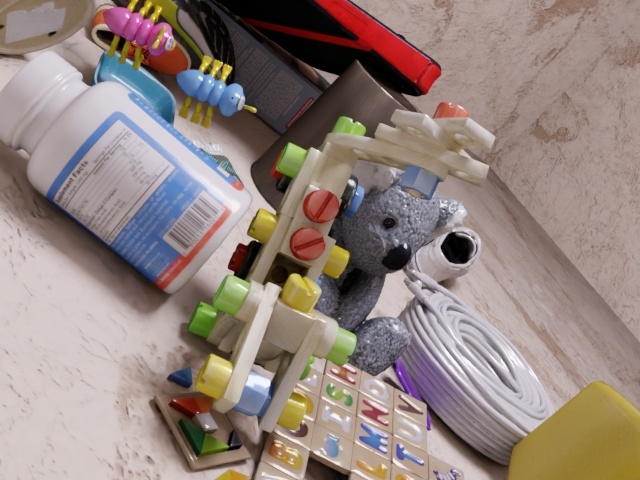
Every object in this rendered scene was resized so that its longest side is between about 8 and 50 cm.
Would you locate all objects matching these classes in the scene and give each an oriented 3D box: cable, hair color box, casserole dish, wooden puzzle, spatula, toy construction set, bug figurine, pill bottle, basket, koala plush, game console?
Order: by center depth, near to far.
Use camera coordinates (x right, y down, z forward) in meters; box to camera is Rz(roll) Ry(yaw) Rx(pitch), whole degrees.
[{"bbox_3d":[-0.089,0.145,0.599,0.116,0.014,0.078,50,19,21],"label":"wooden puzzle"},{"bbox_3d":[0.000,0.000,0.679,0.151,0.328,0.215,40,-9,-9],"label":"toy construction set"},{"bbox_3d":[-0.182,-0.064,0.697,0.221,0.124,0.124,41,18,-9],"label":"pill bottle"},{"bbox_3d":[0.070,0.192,0.797,0.084,0.030,0.296,62,24,2],"label":"spatula"},{"bbox_3d":[0.047,-0.001,0.882,0.196,0.221,0.203,32,21,-29],"label":"koala plush"},{"bbox_3d":[-0.149,-0.293,0.958,0.216,0.279,0.072,19,2,-9],"label":"bug figurine"},{"bbox_3d":[-0.240,-0.178,0.973,0.114,0.037,0.188,35,20,-25],"label":"casserole dish"},{"bbox_3d":[0.203,0.179,1.027,0.257,0.089,0.257,32,22,-34],"label":"cable"},{"bbox_3d":[0.027,-0.147,1.164,0.154,0.227,0.204,42,17,-5],"label":"basket"},{"bbox_3d":[-0.019,-0.353,1.235,0.342,0.060,0.386,28,1,-39],"label":"game console"},{"bbox_3d":[-0.144,-0.348,1.441,0.374,0.113,0.185,38,19,-18],"label":"hair color box"}]

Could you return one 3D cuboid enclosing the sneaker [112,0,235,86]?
[{"bbox_3d":[-0.237,-0.337,1.225,0.300,0.121,0.111,53,31,-41],"label":"sneaker"}]

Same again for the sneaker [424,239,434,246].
[{"bbox_3d":[0.217,-0.011,1.526,0.075,0.063,0.170,36,23,-40],"label":"sneaker"}]

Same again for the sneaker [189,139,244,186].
[{"bbox_3d":[-0.139,-0.076,0.924,0.076,0.065,0.166,49,20,5],"label":"sneaker"}]

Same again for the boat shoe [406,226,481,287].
[{"bbox_3d":[0.250,0.021,1.400,0.095,0.084,0.258,59,34,2],"label":"boat shoe"}]

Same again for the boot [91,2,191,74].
[{"bbox_3d":[-0.265,-0.282,1.134,0.158,0.059,0.084,26,26,-22],"label":"boot"}]

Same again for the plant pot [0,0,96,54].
[{"bbox_3d":[-0.363,-0.352,0.835,0.274,0.256,0.256,63,20,4],"label":"plant pot"}]

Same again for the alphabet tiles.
[{"bbox_3d":[0.046,0.192,0.692,0.198,0.009,0.237,28,24,-6],"label":"alphabet tiles"}]

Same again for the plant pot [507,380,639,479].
[{"bbox_3d":[0.330,0.286,0.844,0.212,0.212,0.187,37,20,-19],"label":"plant pot"}]
